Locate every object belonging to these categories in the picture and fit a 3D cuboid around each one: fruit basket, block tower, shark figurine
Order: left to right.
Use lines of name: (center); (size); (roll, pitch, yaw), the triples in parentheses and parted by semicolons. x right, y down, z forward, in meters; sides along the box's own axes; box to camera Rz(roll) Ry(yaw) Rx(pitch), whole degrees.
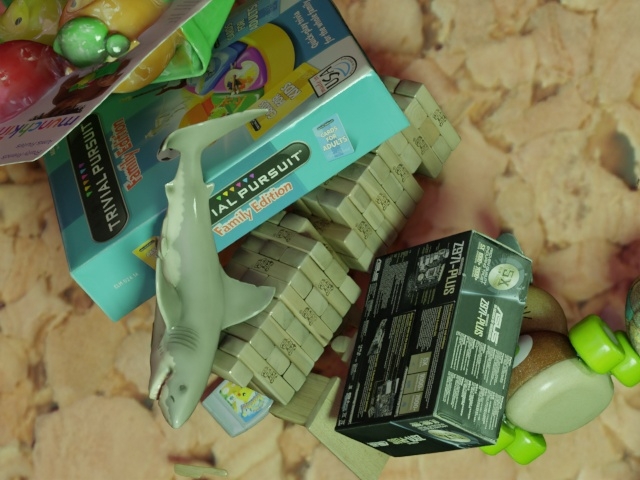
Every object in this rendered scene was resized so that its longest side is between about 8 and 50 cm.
fruit basket: (-0.263, -0.182, 1.578); (0.327, 0.165, 0.353); (-2, 33, 46)
shark figurine: (-0.095, 0.018, 1.459); (0.116, 0.166, 0.278); (4, 94, -7)
block tower: (0.000, 0.000, 1.566); (0.091, 0.097, 0.335); (19, 67, 45)

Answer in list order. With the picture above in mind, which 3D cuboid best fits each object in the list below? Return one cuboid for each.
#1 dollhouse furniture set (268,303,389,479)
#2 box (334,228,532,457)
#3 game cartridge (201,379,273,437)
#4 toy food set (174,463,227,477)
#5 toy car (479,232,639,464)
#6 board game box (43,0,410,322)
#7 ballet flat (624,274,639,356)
dollhouse furniture set: (0.002, 0.136, 1.614); (0.151, 0.123, 0.144); (13, 65, 43)
box: (0.102, 0.096, 1.484); (0.147, 0.078, 0.180); (-19, 51, 52)
game cartridge: (-0.073, 0.155, 1.642); (0.083, 0.017, 0.056); (-45, 76, 2)
toy food set: (-0.122, 0.285, 1.628); (0.078, 0.019, 0.122); (5, 88, 16)
toy car: (0.186, 0.087, 1.532); (0.155, 0.149, 0.188); (-39, 61, 15)
board game box: (-0.105, -0.104, 1.597); (0.336, 0.079, 0.253); (-34, 35, 5)
ballet flat: (0.436, 0.115, 1.452); (0.349, 0.123, 0.123); (19, 84, 13)
